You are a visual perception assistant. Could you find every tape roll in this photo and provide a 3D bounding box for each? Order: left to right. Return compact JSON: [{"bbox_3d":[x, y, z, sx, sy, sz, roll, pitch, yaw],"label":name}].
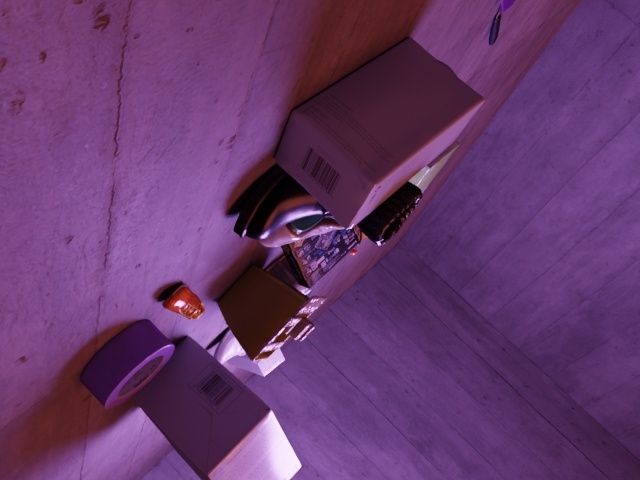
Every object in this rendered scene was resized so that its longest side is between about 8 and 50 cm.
[{"bbox_3d":[-0.407,0.262,1.456,0.189,0.080,0.189,-44,169,-11],"label":"tape roll"}]

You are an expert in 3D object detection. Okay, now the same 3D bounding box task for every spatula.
[{"bbox_3d":[0.493,-0.615,1.862,0.084,0.030,0.296,-47,170,-9],"label":"spatula"}]

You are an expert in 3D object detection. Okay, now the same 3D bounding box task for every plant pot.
[{"bbox_3d":[-0.155,0.186,1.877,0.212,0.187,0.212,-46,170,0],"label":"plant pot"}]

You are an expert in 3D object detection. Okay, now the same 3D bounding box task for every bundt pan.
[{"bbox_3d":[-0.135,0.179,2.120,0.331,0.124,0.331,-44,169,-11],"label":"bundt pan"}]

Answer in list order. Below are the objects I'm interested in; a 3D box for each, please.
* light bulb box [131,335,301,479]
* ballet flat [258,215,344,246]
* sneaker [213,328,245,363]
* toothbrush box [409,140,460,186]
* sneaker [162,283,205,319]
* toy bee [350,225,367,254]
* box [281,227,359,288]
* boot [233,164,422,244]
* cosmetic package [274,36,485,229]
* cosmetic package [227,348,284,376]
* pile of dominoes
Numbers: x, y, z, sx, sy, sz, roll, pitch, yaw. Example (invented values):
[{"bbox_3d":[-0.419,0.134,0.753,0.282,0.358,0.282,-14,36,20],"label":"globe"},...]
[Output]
[{"bbox_3d":[-0.278,0.514,1.856,0.225,0.358,0.361,-42,144,-21],"label":"light bulb box"},{"bbox_3d":[-0.027,-0.063,1.684,0.139,0.139,0.400,-52,164,28],"label":"ballet flat"},{"bbox_3d":[-0.228,0.318,2.257,0.297,0.129,0.111,-36,167,-41],"label":"sneaker"},{"bbox_3d":[0.321,-0.239,2.357,0.206,0.122,0.283,-39,166,-39],"label":"toothbrush box"},{"bbox_3d":[-0.289,0.137,1.488,0.064,0.067,0.175,-45,168,2],"label":"sneaker"},{"bbox_3d":[0.091,-0.034,2.126,0.298,0.195,0.162,8,84,-51],"label":"toy bee"},{"bbox_3d":[0.000,0.000,1.903,0.220,0.051,0.175,-42,129,-25],"label":"box"},{"bbox_3d":[0.021,-0.064,1.413,0.348,0.260,0.131,-43,170,-19],"label":"boot"},{"bbox_3d":[0.122,-0.223,1.361,0.385,0.217,0.156,-37,166,-35],"label":"cosmetic package"},{"bbox_3d":[-0.233,0.397,2.357,0.099,0.060,0.239,-33,-159,-31],"label":"cosmetic package"},{"bbox_3d":[-0.056,0.225,1.785,0.196,0.040,0.251,-46,170,1],"label":"pile of dominoes"}]
